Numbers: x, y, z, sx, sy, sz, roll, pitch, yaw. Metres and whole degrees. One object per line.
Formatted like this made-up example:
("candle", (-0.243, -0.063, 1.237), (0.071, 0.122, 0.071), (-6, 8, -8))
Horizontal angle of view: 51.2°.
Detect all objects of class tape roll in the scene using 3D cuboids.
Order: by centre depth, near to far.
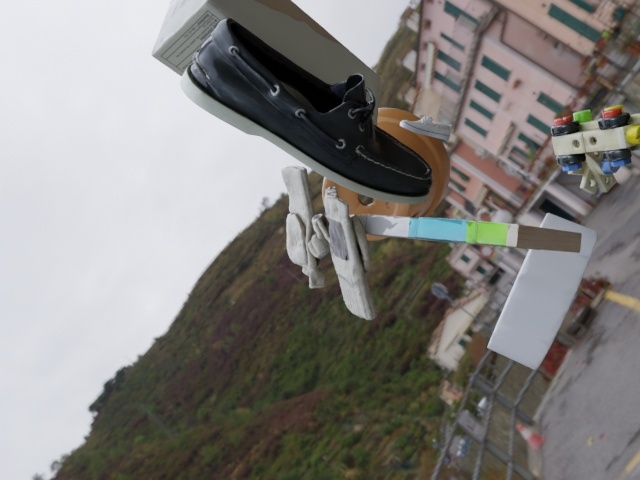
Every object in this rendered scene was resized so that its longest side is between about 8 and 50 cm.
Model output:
("tape roll", (0.416, 0.094, 1.258), (0.286, 0.100, 0.286), (-55, -21, -33))

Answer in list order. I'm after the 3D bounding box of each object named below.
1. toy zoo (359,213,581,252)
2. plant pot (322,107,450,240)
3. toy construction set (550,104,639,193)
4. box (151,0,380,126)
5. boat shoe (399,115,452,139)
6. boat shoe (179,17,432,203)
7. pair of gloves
("toy zoo", (0.191, -0.012, 0.954), (0.192, 0.293, 0.030), (4, -89, -46))
("plant pot", (0.128, -0.131, 1.503), (0.291, 0.290, 0.203), (-61, -6, 33))
("toy construction set", (0.531, -0.178, 1.143), (0.214, 0.151, 0.327), (-18, -5, -25))
("box", (-0.067, -0.252, 0.973), (0.148, 0.311, 0.121), (-24, 46, 40))
("boat shoe", (0.197, -0.214, 1.240), (0.035, 0.100, 0.035), (-104, 28, -71))
("boat shoe", (0.008, -0.159, 0.809), (0.113, 0.340, 0.127), (-57, 10, 29))
("pair of gloves", (0.000, 0.000, 1.027), (0.042, 0.240, 0.204), (-19, -64, -23))
